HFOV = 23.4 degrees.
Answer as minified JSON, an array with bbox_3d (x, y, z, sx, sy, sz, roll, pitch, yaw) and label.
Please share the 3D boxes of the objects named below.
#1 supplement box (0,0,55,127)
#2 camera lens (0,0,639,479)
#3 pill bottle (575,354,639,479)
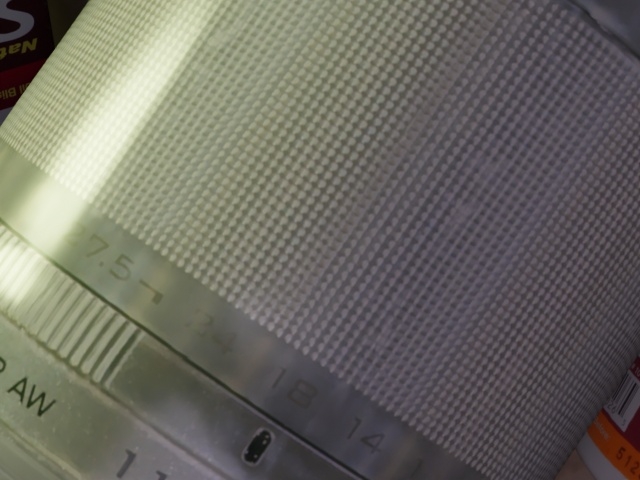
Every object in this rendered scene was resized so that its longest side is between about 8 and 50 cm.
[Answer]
[{"bbox_3d":[-0.179,-0.129,0.572,0.130,0.073,0.239,-20,123,-24],"label":"supplement box"},{"bbox_3d":[0.000,0.000,0.525,0.219,0.219,0.274,35,88,-4],"label":"camera lens"},{"bbox_3d":[0.193,0.009,0.584,0.121,0.121,0.221,24,113,0],"label":"pill bottle"}]
